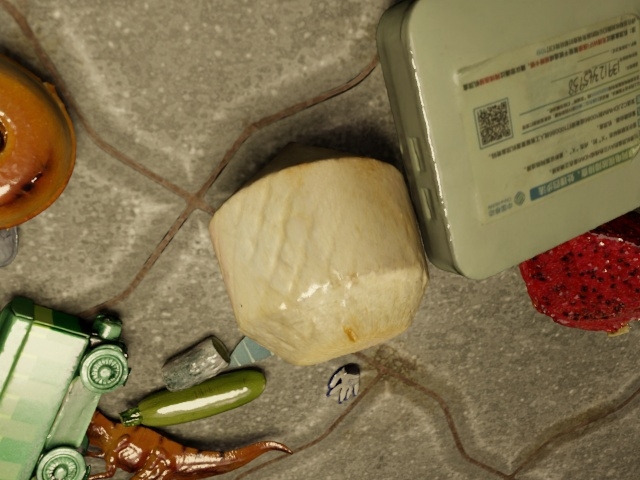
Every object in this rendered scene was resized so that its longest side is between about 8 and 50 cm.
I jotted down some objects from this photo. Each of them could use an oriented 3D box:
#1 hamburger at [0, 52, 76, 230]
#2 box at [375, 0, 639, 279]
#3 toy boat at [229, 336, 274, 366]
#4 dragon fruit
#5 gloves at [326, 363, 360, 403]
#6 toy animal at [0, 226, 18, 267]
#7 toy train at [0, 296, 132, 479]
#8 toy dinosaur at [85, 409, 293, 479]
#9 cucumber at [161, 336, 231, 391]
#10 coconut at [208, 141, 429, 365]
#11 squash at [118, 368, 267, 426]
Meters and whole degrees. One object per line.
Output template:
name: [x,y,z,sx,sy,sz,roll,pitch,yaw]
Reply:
hamburger: [-0.415,-0.121,0.709,0.237,0.147,0.237,-5,102,-25]
box: [0.297,-0.180,0.831,0.396,0.111,0.397,-21,109,-16]
toy boat: [-0.113,0.186,1.018,0.122,0.034,0.096,-19,114,-2]
dragon fruit: [0.482,0.043,1.038,0.317,0.152,0.205,17,123,4]
gloves: [0.043,0.272,1.106,0.064,0.026,0.086,2,121,-13]
toy animal: [-0.528,0.016,0.804,0.239,0.176,0.255,-18,85,-8]
toy train: [-0.417,0.241,0.882,0.202,0.120,0.301,23,88,-26]
toy dinosaur: [-0.287,0.411,1.054,0.432,0.097,0.208,16,104,-21]
cucumber: [-0.211,0.211,0.989,0.112,0.064,0.064,-30,120,3]
coconut: [0.000,0.000,0.819,0.328,0.329,0.329,-6,118,-11]
squash: [-0.216,0.277,1.018,0.252,0.066,0.066,-12,119,-10]
